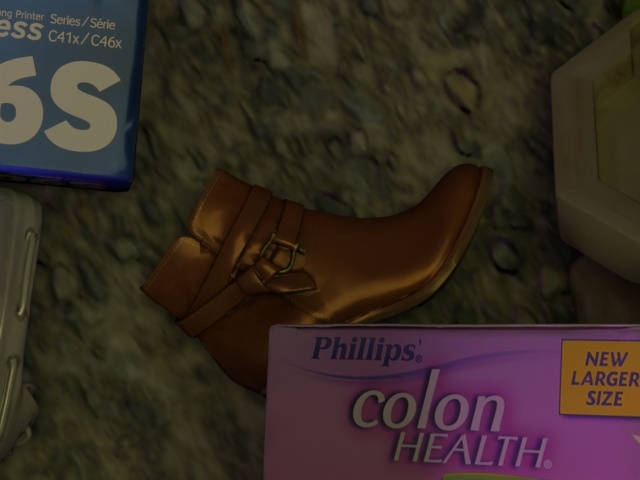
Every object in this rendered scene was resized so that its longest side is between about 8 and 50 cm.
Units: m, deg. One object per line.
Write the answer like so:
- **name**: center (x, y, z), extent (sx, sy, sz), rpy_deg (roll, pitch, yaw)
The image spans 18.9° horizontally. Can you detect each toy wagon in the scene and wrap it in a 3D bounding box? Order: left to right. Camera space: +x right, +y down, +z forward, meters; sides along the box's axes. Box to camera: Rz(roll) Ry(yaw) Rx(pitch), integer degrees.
- **toy wagon**: center (0.308, -0.061, 1.111), extent (0.344, 0.068, 0.267), rpy_deg (-3, 45, 8)

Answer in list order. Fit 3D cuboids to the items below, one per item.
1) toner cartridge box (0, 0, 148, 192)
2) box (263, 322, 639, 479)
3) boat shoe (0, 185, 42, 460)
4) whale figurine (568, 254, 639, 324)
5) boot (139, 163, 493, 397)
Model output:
- **toner cartridge box**: center (-0.273, -0.126, 1.105), extent (0.348, 0.075, 0.165), rpy_deg (5, 84, -8)
- **box**: center (0.123, 0.109, 1.039), extent (0.213, 0.243, 0.117), rpy_deg (-1, 83, 30)
- **boat shoe**: center (-0.203, 0.093, 1.117), extent (0.084, 0.095, 0.258), rpy_deg (6, 93, -39)
- **whale figurine**: center (0.288, 0.065, 1.176), extent (0.272, 0.141, 0.216), rpy_deg (1, 85, 18)
- **boot**: center (0.000, 0.000, 1.161), extent (0.152, 0.073, 0.197), rpy_deg (36, 79, 1)
